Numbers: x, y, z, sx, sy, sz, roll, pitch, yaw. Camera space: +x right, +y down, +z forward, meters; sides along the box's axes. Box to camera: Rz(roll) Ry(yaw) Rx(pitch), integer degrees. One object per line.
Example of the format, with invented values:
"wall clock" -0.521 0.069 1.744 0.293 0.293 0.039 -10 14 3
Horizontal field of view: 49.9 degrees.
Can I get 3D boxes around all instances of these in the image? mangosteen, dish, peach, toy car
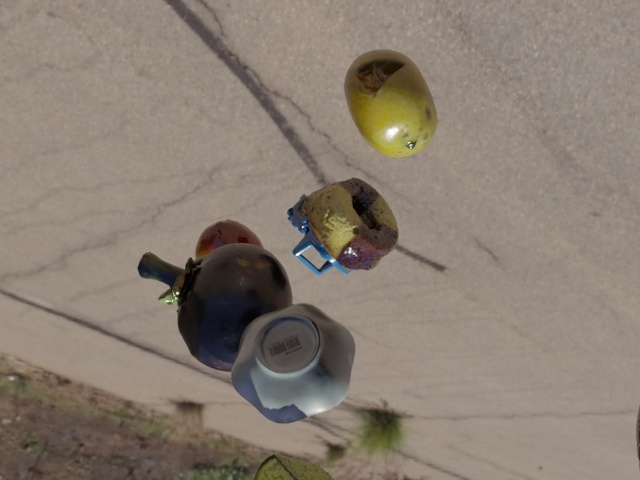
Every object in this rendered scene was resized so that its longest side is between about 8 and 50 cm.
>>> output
"mangosteen" -0.189 0.106 1.219 0.289 0.231 0.231 16 152 -6
"dish" -0.042 0.160 0.986 0.191 0.190 0.066 4 146 11
"peach" -0.235 0.035 1.789 0.197 0.197 0.197 8 152 4
"toy car" 0.000 0.000 1.260 0.100 0.191 0.097 -45 129 4

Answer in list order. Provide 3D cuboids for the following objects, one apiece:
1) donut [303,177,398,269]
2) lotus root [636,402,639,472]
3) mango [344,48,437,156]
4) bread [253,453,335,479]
"donut" 0.045 -0.026 0.903 0.140 0.140 0.059 30 128 -33
"lotus root" 0.421 0.259 0.791 0.110 0.258 0.097 2 173 3
"mango" 0.151 -0.329 1.600 0.182 0.365 0.253 -29 117 7
"bread" -0.033 0.378 0.988 0.114 0.111 0.129 39 168 -36
